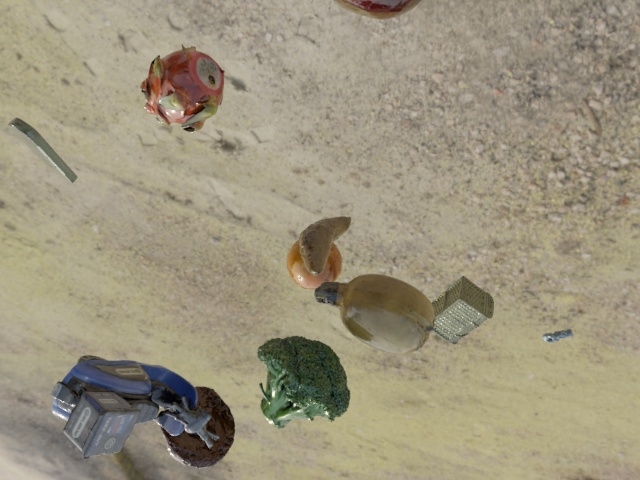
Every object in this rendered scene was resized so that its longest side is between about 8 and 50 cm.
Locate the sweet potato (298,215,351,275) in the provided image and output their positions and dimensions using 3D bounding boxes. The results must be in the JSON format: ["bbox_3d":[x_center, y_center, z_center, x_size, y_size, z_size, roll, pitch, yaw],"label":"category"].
[{"bbox_3d":[-0.003,-0.002,1.462,0.113,0.341,0.092,20,119,8],"label":"sweet potato"}]

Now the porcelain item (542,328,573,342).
[{"bbox_3d":[0.679,0.273,1.455,0.083,0.028,0.036,-10,138,2],"label":"porcelain item"}]

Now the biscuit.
[{"bbox_3d":[-0.288,0.440,1.207,0.192,0.192,0.049,34,133,-22],"label":"biscuit"}]

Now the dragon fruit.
[{"bbox_3d":[-0.373,-0.408,1.377,0.227,0.224,0.224,-27,125,37],"label":"dragon fruit"}]

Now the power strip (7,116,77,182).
[{"bbox_3d":[-0.651,-0.207,1.205,0.079,0.029,0.227,28,158,19],"label":"power strip"}]

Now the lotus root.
[{"bbox_3d":[0.135,0.170,1.268,0.309,0.183,0.183,23,143,5],"label":"lotus root"}]

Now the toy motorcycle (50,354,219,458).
[{"bbox_3d":[-0.346,0.321,0.988,0.212,0.125,0.358,27,179,29],"label":"toy motorcycle"}]

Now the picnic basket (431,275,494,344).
[{"bbox_3d":[0.500,0.258,1.811,0.154,0.134,0.196,36,127,-5],"label":"picnic basket"}]

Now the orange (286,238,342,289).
[{"bbox_3d":[-0.025,0.092,2.142,0.239,0.240,0.240,11,143,8],"label":"orange"}]

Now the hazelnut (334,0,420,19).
[{"bbox_3d":[0.090,-0.454,0.835,0.201,0.170,0.161,5,108,-18],"label":"hazelnut"}]

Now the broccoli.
[{"bbox_3d":[-0.053,0.353,1.260,0.269,0.241,0.261,47,-176,34],"label":"broccoli"}]
